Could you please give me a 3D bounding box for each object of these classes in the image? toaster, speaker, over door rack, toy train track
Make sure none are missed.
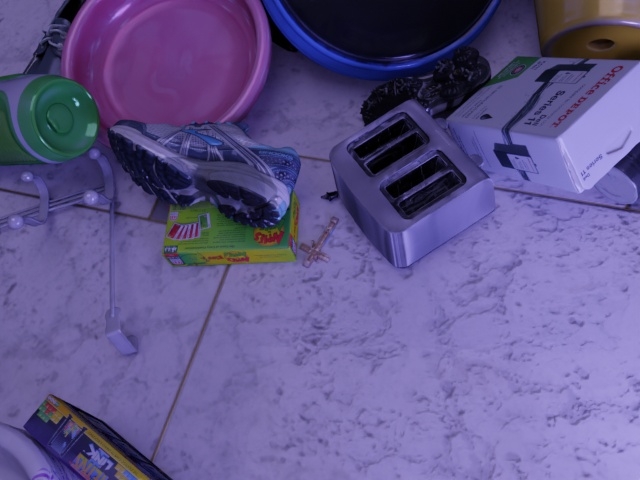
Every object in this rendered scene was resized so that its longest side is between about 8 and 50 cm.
[{"bbox_3d":[0.111,-0.072,0.884,0.185,0.110,0.168,-32,61,-5],"label":"toaster"},{"bbox_3d":[-0.464,-0.174,1.000,0.296,0.131,0.131,3,62,36],"label":"speaker"},{"bbox_3d":[-0.399,0.031,0.937,0.239,0.108,0.324,-18,61,3],"label":"over door rack"},{"bbox_3d":[0.000,0.000,0.924,0.048,0.014,0.083,25,70,22],"label":"toy train track"}]

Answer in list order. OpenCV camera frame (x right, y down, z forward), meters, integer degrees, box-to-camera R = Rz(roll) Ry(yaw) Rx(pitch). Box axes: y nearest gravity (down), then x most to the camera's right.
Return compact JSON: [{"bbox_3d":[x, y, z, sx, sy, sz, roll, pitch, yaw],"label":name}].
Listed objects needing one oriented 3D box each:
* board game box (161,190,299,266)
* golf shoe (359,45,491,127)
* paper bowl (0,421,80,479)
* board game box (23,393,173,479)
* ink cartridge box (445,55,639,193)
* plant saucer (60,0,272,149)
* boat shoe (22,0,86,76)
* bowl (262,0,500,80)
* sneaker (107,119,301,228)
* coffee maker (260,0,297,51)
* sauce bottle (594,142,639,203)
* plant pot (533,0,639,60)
[{"bbox_3d":[-0.123,-0.016,0.940,0.181,0.043,0.092,-3,63,11],"label":"board game box"},{"bbox_3d":[0.155,-0.203,0.970,0.198,0.094,0.077,-17,78,29],"label":"golf shoe"},{"bbox_3d":[-0.386,0.353,0.745,0.284,0.148,0.284,-5,63,9],"label":"paper bowl"},{"bbox_3d":[-0.236,0.257,0.767,0.170,0.141,0.048,29,72,24],"label":"board game box"},{"bbox_3d":[0.286,-0.154,0.848,0.153,0.087,0.208,-42,29,-12],"label":"ink cartridge box"},{"bbox_3d":[-0.232,-0.277,1.042,0.332,0.084,0.332,-2,78,9],"label":"plant saucer"},{"bbox_3d":[-0.441,-0.344,1.142,0.116,0.099,0.319,16,68,19],"label":"boat shoe"},{"bbox_3d":[0.093,-0.428,0.958,0.391,0.077,0.391,-1,101,-3],"label":"bowl"},{"bbox_3d":[-0.158,-0.112,0.927,0.283,0.110,0.122,21,57,13],"label":"sneaker"},{"bbox_3d":[-0.014,-0.399,1.089,0.171,0.120,0.178,44,78,0],"label":"coffee maker"},{"bbox_3d":[0.480,-0.185,0.869,0.344,0.111,0.111,-45,63,-10],"label":"sauce bottle"},{"bbox_3d":[0.393,-0.366,0.914,0.254,0.254,0.239,6,79,15],"label":"plant pot"}]
